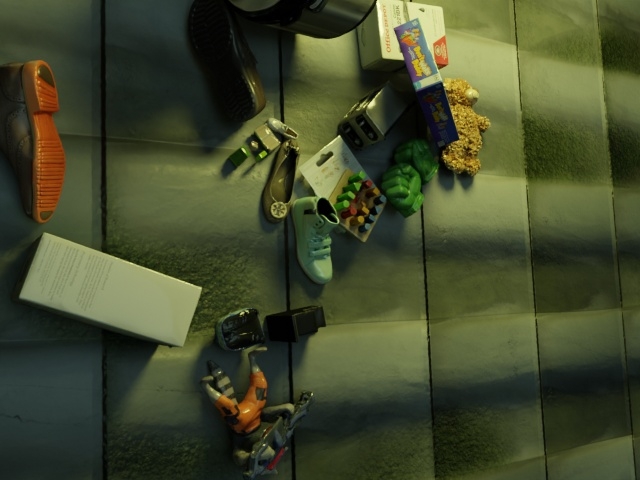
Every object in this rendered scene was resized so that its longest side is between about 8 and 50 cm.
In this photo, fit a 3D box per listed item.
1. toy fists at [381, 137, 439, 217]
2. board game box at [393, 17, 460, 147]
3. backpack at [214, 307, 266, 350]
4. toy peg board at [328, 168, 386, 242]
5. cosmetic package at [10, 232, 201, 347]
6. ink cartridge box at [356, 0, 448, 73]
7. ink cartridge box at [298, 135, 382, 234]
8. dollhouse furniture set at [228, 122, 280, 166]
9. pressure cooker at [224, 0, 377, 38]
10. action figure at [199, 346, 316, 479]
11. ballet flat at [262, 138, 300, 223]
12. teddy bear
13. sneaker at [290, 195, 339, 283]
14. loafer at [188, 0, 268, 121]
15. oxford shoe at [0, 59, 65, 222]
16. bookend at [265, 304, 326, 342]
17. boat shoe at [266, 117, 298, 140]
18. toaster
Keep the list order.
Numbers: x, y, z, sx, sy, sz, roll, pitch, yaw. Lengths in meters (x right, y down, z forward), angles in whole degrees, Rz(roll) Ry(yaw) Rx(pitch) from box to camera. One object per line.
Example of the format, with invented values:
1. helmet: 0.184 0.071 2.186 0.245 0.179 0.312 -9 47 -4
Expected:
1. toy fists: 0.278 -0.209 1.964 0.142 0.096 0.279 43 54 -19
2. board game box: 0.323 -0.461 1.892 0.347 0.078 0.233 42 31 -63
3. backpack: -0.218 0.236 1.646 0.114 0.084 0.104 -16 92 -36
4. toy peg board: 0.116 -0.107 1.825 0.161 0.079 0.161 38 66 -17
5. cosmetic package: -0.486 0.124 1.439 0.366 0.197 0.155 23 72 -28
6. ink cartridge box: 0.262 -0.647 2.015 0.273 0.114 0.196 -5 87 -30
7. ink cartridge box: 0.056 -0.164 1.878 0.189 0.066 0.232 -42 97 -27
8. dollhouse furniture set: -0.184 -0.259 1.761 0.076 0.059 0.151 51 43 -7
9. pressure cooker: -0.072 -0.725 1.629 0.420 0.370 0.375 -9 99 -52
10. action figure: -0.164 0.450 1.646 0.341 0.179 0.330 -28 107 -57
11. ballet flat: -0.102 -0.170 1.777 0.084 0.058 0.249 21 74 -26
12. teddy bear: 0.482 -0.381 2.116 0.245 0.113 0.337 21 74 -29
13. sneaker: -0.001 0.000 1.764 0.094 0.151 0.255 -19 95 -32
14. loafer: -0.248 -0.493 1.712 0.130 0.134 0.365 -21 94 -67
15. oxford shoe: -0.672 -0.220 1.436 0.133 0.130 0.363 -2 92 2
16. bookend: -0.042 0.223 1.710 0.157 0.156 0.072 -9 89 -32
17. boat shoe: -0.107 -0.319 1.806 0.100 0.035 0.035 35 68 -23
18. toaster: 0.166 -0.376 1.895 0.110 0.168 0.185 47 65 -17
